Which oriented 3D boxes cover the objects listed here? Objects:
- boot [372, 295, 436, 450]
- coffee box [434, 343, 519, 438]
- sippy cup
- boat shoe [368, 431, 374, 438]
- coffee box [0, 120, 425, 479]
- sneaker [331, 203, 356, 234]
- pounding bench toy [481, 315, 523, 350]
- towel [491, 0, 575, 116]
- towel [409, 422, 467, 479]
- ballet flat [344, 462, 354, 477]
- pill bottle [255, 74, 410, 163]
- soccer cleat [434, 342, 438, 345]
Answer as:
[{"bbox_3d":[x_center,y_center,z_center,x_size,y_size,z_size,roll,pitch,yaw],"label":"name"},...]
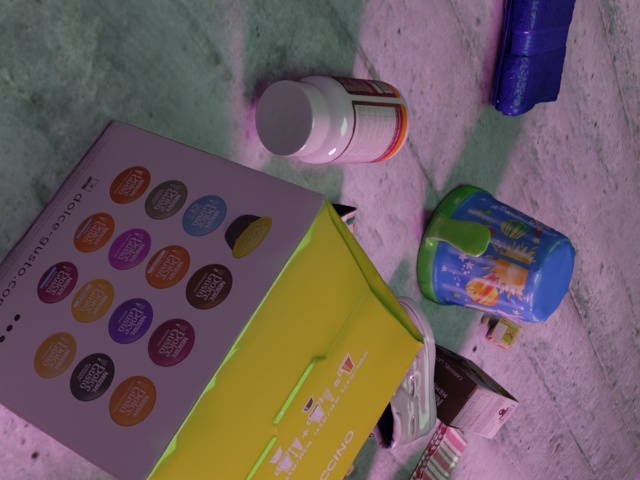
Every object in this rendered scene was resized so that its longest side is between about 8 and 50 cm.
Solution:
[{"bbox_3d":[0.134,0.234,1.775,0.123,0.095,0.258,-17,101,-47],"label":"boot"},{"bbox_3d":[0.264,0.286,1.942,0.098,0.141,0.246,-53,147,5],"label":"coffee box"},{"bbox_3d":[0.331,0.039,1.862,0.305,0.224,0.240,-25,127,-45],"label":"sippy cup"},{"bbox_3d":[0.121,0.318,1.891,0.065,0.075,0.206,-35,168,32],"label":"boat shoe"},{"bbox_3d":[-0.138,0.123,1.165,0.338,0.334,0.338,-57,144,-16],"label":"coffee box"},{"bbox_3d":[0.000,0.000,1.533,0.161,0.057,0.075,-27,123,-48],"label":"sneaker"},{"bbox_3d":[0.375,0.189,2.161,0.052,0.083,0.065,-58,176,-10],"label":"pounding bench toy"},{"bbox_3d":[0.389,-0.391,1.850,0.227,0.076,0.308,-25,127,-54],"label":"towel"},{"bbox_3d":[0.249,0.484,2.165,0.197,0.029,0.144,-59,145,-14],"label":"towel"},{"bbox_3d":[0.006,0.427,1.781,0.173,0.049,0.057,-18,123,-49],"label":"ballet flat"},{"bbox_3d":[0.018,-0.166,1.411,0.221,0.121,0.121,-6,113,-52],"label":"pill bottle"},{"bbox_3d":[0.215,0.214,1.973,0.083,0.029,0.036,29,75,-59],"label":"soccer cleat"}]
